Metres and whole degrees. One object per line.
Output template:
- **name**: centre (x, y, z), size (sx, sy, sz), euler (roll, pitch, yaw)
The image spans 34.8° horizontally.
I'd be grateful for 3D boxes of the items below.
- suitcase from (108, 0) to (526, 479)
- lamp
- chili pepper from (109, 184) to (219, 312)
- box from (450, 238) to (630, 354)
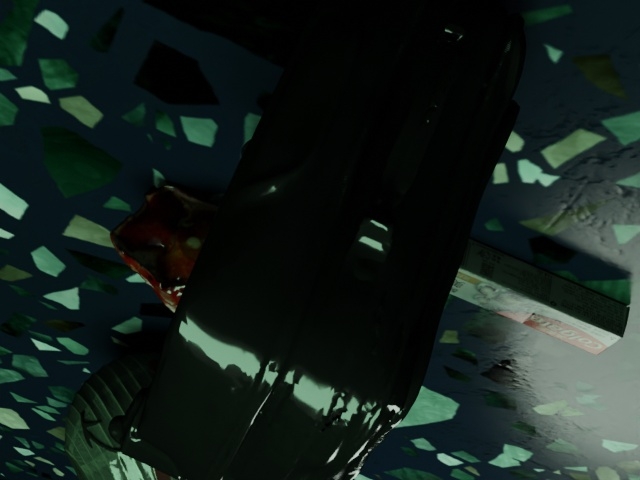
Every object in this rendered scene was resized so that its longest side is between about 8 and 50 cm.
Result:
- **suitcase**: centre (0.000, 0.000, 0.726), size (0.188, 0.345, 0.339), euler (25, 149, -1)
- **lamp**: centre (-0.225, 0.260, 1.383), size (0.233, 0.233, 0.265), euler (7, 137, 17)
- **chili pepper**: centre (-0.132, 0.043, 1.101), size (0.144, 0.136, 0.253), euler (-11, 156, -4)
- **box**: centre (0.192, 0.049, 0.998), size (0.218, 0.040, 0.055), euler (23, 148, -9)
